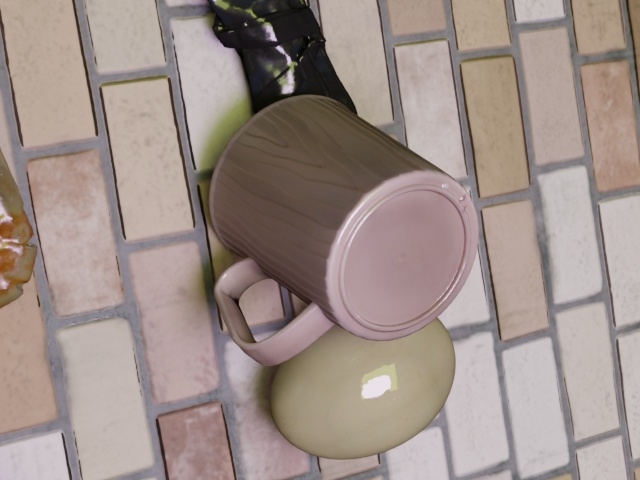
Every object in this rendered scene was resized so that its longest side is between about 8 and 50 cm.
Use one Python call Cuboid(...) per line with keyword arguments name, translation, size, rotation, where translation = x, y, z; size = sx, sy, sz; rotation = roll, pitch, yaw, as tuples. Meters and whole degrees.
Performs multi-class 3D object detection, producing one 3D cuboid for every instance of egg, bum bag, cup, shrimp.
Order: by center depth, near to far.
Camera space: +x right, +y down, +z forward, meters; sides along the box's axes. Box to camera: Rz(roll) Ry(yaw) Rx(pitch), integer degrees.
Cuboid(name="shrimp", translation=(-0.405, -0.057, 1.280), size=(0.154, 0.062, 0.294), rotation=(-16, 99, -19))
Cuboid(name="cup", translation=(-0.003, -0.016, 1.338), size=(0.288, 0.273, 0.208), rotation=(-26, 124, -22))
Cuboid(name="egg", translation=(0.051, 0.168, 1.434), size=(0.241, 0.186, 0.186), rotation=(-30, 104, -12))
Cuboid(name="bum bag", translation=(-0.049, -0.228, 1.441), size=(0.137, 0.074, 0.310), rotation=(-30, 106, -23))
